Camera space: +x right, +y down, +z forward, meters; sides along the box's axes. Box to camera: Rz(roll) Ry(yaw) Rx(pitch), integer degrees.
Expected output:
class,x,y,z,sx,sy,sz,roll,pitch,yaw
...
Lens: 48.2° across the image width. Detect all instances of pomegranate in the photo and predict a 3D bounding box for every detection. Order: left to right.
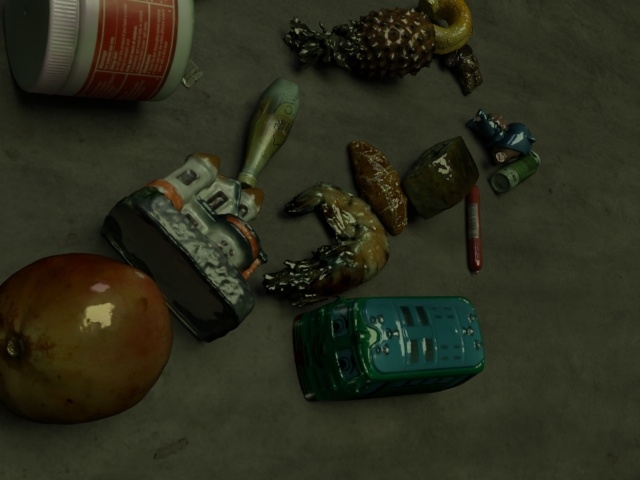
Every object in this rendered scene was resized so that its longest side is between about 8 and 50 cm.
class,x,y,z,sx,sy,sz,roll,pitch,yaw
pomegranate,-0.322,0.131,1.003,0.270,0.251,0.229,-8,83,-60

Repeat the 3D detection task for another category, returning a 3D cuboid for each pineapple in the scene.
class,x,y,z,sx,sy,sz,roll,pitch,yaw
pineapple,0.092,-0.455,1.650,0.360,0.175,0.175,-5,72,-23

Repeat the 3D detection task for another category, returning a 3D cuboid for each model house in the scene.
class,x,y,z,sx,sy,sz,roll,pitch,yaw
model house,-0.171,-0.025,1.219,0.271,0.190,0.301,48,48,-7

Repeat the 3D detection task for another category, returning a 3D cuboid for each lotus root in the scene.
class,x,y,z,sx,sy,sz,roll,pitch,yaw
lotus root,0.279,-0.151,1.632,0.119,0.138,0.235,55,38,-9

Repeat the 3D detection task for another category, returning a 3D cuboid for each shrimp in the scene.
class,x,y,z,sx,sy,sz,roll,pitch,yaw
shrimp,0.000,0.000,1.420,0.364,0.071,0.233,-20,77,-43

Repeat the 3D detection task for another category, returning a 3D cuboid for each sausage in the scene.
class,x,y,z,sx,sy,sz,roll,pitch,yaw
sausage,0.373,-0.034,1.735,0.034,0.034,0.253,21,59,-28

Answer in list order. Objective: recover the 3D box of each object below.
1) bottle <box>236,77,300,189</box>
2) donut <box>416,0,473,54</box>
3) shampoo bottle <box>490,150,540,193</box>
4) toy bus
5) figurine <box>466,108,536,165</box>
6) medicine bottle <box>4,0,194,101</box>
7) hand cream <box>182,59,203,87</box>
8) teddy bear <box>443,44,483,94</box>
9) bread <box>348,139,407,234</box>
class,x,y,z,sx,sy,sz,roll,pitch,yaw
bottle,-0.108,-0.207,1.418,0.083,0.083,0.270,33,54,-21
donut,0.330,-0.581,1.884,0.145,0.078,0.181,-3,65,4
shampoo bottle,0.524,-0.187,1.899,0.204,0.065,0.065,-30,89,-41
toy bus,0.143,0.197,1.350,0.343,0.199,0.184,2,70,-34
figurine,0.462,-0.260,1.871,0.178,0.114,0.145,31,76,-8
medicine bottle,-0.365,-0.363,1.183,0.240,0.252,0.253,-3,72,-39
hand cream,-0.297,-0.373,1.392,0.165,0.037,0.057,49,49,-18
teddy bear,0.384,-0.479,1.916,0.160,0.078,0.119,52,53,-7
bread,0.132,-0.125,1.568,0.104,0.076,0.233,-22,82,-43
